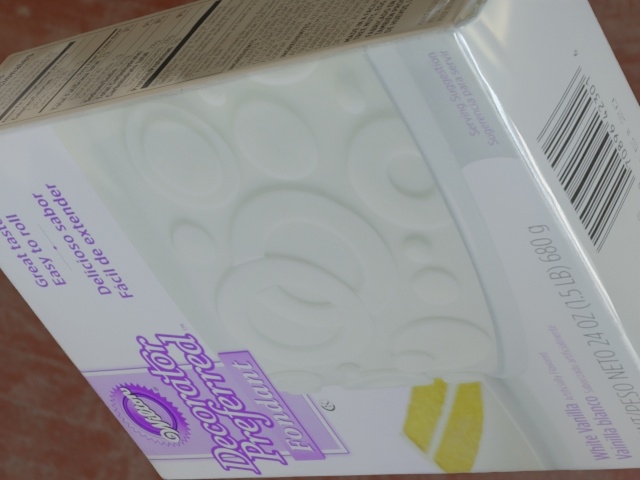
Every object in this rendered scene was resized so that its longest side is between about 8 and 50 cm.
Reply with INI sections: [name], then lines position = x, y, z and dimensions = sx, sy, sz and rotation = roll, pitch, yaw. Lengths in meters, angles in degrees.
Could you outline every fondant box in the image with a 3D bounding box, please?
[fondant box]
position = 0.000, 0.000, 0.764
dimensions = 0.330, 0.238, 0.096
rotation = -8, 36, 40
